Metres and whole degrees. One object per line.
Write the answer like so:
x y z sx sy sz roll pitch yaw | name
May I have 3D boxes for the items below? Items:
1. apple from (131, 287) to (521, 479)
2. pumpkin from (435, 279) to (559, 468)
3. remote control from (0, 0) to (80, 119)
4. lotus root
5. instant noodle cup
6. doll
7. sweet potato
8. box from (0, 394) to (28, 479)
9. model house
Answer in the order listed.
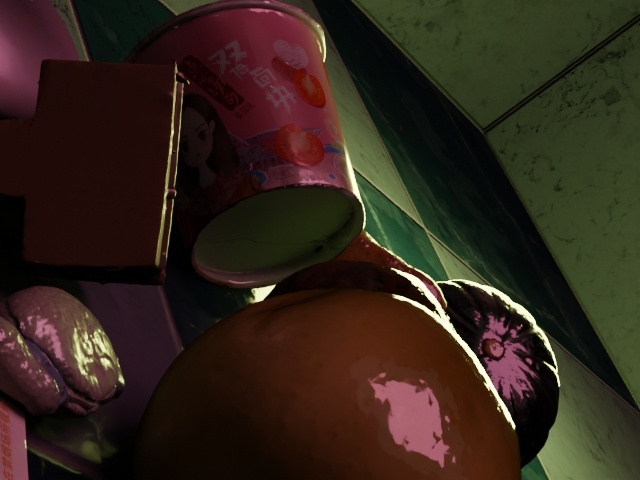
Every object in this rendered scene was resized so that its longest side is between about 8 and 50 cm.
0.024 0.161 1.107 0.295 0.233 0.258 44 41 9 | apple
0.152 0.170 1.682 0.250 0.216 0.250 23 53 -34 | pumpkin
-0.331 -0.223 1.278 0.332 0.103 0.221 48 22 -20 | remote control
0.046 0.100 1.486 0.234 0.138 0.119 8 38 -23 | lotus root
-0.078 -0.095 1.539 0.243 0.243 0.231 32 32 -54 | instant noodle cup
-0.196 0.082 1.062 0.103 0.071 0.214 49 5 11 | doll
-0.013 0.007 1.653 0.354 0.106 0.095 37 -26 29 | sweet potato
-0.268 0.095 0.899 0.220 0.032 0.122 43 17 -35 | box
-0.206 -0.054 1.242 0.248 0.176 0.181 132 -37 -84 | model house
